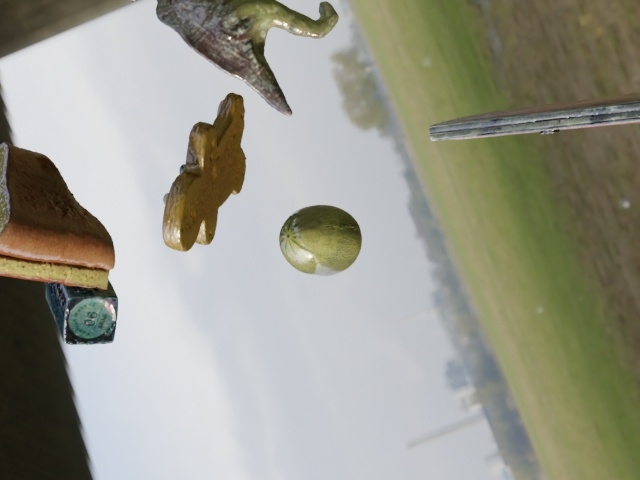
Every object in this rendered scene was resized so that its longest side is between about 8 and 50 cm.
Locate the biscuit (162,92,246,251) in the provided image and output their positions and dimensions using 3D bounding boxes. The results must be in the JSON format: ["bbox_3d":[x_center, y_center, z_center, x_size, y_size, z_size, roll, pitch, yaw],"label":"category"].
[{"bbox_3d":[-0.169,-0.090,1.936,0.301,0.049,0.197,-65,-21,-54],"label":"biscuit"}]

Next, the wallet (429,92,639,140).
[{"bbox_3d":[0.230,-0.117,1.249,0.119,0.232,0.025,-19,-76,-56],"label":"wallet"}]

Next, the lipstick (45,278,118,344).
[{"bbox_3d":[-0.263,0.014,1.365,0.312,0.051,0.051,-132,44,-59],"label":"lipstick"}]

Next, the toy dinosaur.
[{"bbox_3d":[-0.117,-0.260,1.513,0.294,0.162,0.077,33,138,15],"label":"toy dinosaur"}]

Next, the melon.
[{"bbox_3d":[0.000,0.000,1.798,0.130,0.098,0.098,3,-118,-56],"label":"melon"}]

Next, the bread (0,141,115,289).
[{"bbox_3d":[-0.247,-0.017,1.124,0.119,0.067,0.192,64,-165,18],"label":"bread"}]
